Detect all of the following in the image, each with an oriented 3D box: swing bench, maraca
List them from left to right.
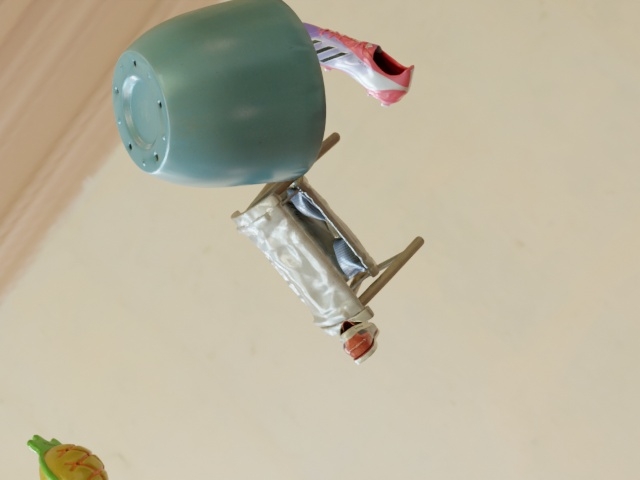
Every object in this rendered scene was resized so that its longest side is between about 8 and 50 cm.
[{"bbox_3d":[-0.427,0.389,2.013,0.099,0.185,0.127,-54,-40,4],"label":"maraca"},{"bbox_3d":[0.000,0.000,1.976,0.165,0.253,0.255,-31,12,39],"label":"swing bench"}]

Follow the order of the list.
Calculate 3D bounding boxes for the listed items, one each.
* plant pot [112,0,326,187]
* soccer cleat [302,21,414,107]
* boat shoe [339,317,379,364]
[{"bbox_3d":[-0.170,-0.211,1.781,0.235,0.293,0.293,-15,-41,-32],"label":"plant pot"},{"bbox_3d":[0.054,-0.333,2.115,0.083,0.248,0.095,-53,-6,-44],"label":"soccer cleat"},{"bbox_3d":[0.044,0.117,1.478,0.049,0.043,0.137,-41,5,6],"label":"boat shoe"}]
